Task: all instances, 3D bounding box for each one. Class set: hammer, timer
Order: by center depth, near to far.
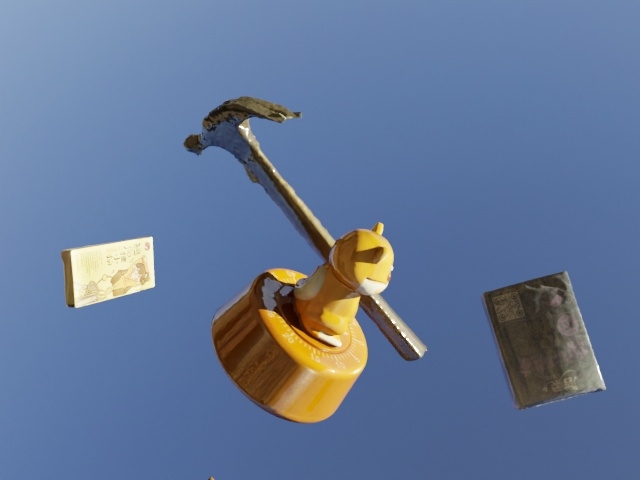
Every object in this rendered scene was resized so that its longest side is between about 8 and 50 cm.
[{"bbox_3d":[0.005,0.050,0.541,0.152,0.132,0.132,-50,-143,25],"label":"timer"},{"bbox_3d":[0.000,0.000,0.607,0.125,0.297,0.027,-24,-161,44],"label":"hammer"}]

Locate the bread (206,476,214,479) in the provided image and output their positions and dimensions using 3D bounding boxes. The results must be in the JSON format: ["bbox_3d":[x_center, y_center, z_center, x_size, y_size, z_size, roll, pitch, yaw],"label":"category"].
[{"bbox_3d":[-0.178,0.528,0.940,0.314,0.191,0.370,46,-144,11],"label":"bread"}]

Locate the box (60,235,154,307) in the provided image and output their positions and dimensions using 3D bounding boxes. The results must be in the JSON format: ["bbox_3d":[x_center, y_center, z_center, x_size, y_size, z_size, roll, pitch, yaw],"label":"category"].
[{"bbox_3d":[-0.270,0.038,0.873,0.020,0.073,0.149,2,-171,28],"label":"box"}]

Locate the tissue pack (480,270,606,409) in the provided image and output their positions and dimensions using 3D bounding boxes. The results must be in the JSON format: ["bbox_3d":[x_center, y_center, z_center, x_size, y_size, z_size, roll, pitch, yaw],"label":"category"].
[{"bbox_3d":[0.280,0.128,0.854,0.112,0.051,0.156,-15,-103,6],"label":"tissue pack"}]
